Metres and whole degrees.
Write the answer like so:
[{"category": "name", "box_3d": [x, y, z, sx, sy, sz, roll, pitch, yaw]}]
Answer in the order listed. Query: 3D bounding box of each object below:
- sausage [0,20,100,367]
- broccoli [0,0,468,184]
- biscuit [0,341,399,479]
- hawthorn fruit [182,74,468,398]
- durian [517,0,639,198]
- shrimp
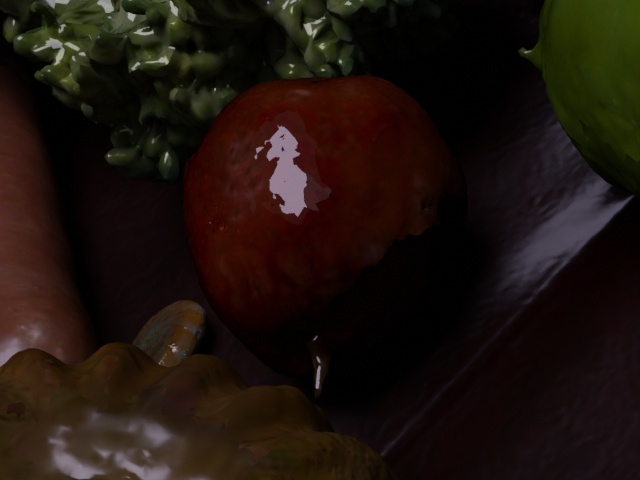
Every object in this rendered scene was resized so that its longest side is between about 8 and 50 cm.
[{"category": "sausage", "box_3d": [-0.200, -0.018, 1.083, 0.094, 0.094, 0.419, -37, 37, 12]}, {"category": "broccoli", "box_3d": [-0.076, -0.187, 1.045, 0.277, 0.317, 0.338, -44, 1, 2]}, {"category": "biscuit", "box_3d": [-0.103, 0.146, 0.726, 0.325, 0.107, 0.326, -1, 32, 1]}, {"category": "hawthorn fruit", "box_3d": [0.000, 0.000, 0.878, 0.148, 0.148, 0.172, -15, 48, 24]}, {"category": "durian", "box_3d": [0.243, -0.098, 0.770, 0.339, 0.204, 0.256, -24, 23, 29]}, {"category": "shrimp", "box_3d": [-0.098, 0.077, 0.963, 0.059, 0.023, 0.108, -5, 45, 46]}]
